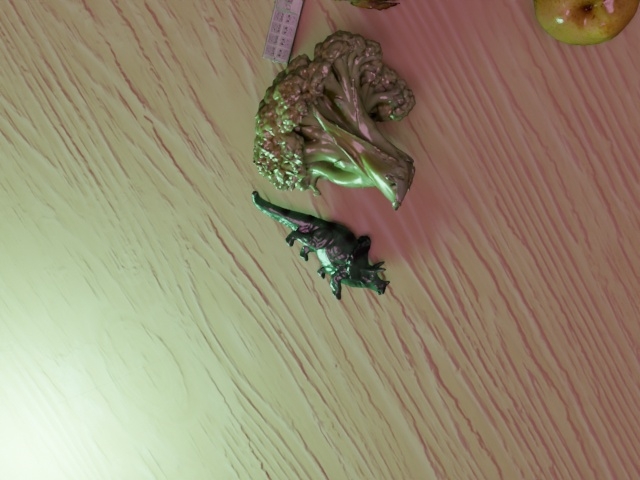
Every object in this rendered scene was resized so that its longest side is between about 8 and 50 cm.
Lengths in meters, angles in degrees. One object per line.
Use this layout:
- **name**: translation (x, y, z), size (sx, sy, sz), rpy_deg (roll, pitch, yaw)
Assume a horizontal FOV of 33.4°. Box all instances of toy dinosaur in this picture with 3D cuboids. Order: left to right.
- **toy dinosaur**: translation (-0.008, 0.015, 1.912), size (0.292, 0.079, 0.120), rpy_deg (24, 106, -4)

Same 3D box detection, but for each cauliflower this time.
- **cauliflower**: translation (0.040, -0.187, 1.754), size (0.281, 0.260, 0.327), rpy_deg (27, 145, 1)

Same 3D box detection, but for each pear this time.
- **pear**: translation (0.414, -0.384, 1.661), size (0.178, 0.178, 0.178), rpy_deg (2, 110, 7)

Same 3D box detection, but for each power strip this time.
- **power strip**: translation (-0.062, -0.366, 1.811), size (0.051, 0.019, 0.136), rpy_deg (18, 111, 3)

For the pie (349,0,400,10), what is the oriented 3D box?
- **pie**: translation (0.053, -0.512, 1.707), size (0.308, 0.085, 0.308), rpy_deg (3, 111, 7)
